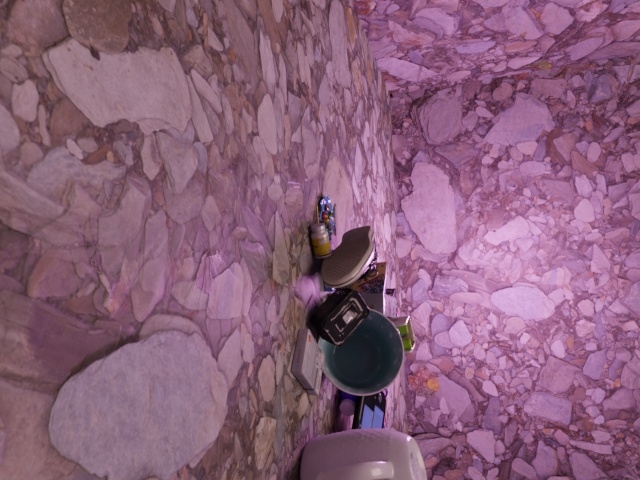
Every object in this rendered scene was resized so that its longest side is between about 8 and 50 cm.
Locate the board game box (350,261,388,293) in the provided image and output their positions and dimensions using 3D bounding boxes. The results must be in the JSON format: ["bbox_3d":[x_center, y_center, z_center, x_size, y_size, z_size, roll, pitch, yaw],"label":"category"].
[{"bbox_3d":[0.228,0.203,2.107,0.243,0.164,0.042,-74,154,-46],"label":"board game box"}]

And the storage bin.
[{"bbox_3d":[0.068,0.260,1.547,0.180,0.084,0.122,-43,116,-21],"label":"storage bin"}]

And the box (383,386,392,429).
[{"bbox_3d":[0.351,0.911,2.519,0.293,0.057,0.201,-62,145,-58],"label":"box"}]

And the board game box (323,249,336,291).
[{"bbox_3d":[0.061,0.121,1.805,0.211,0.039,0.160,9,77,-70],"label":"board game box"}]

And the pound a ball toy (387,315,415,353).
[{"bbox_3d":[0.223,0.429,1.820,0.135,0.319,0.208,-24,101,-67],"label":"pound a ball toy"}]

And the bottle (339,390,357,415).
[{"bbox_3d":[0.143,0.613,1.869,0.283,0.092,0.118,-50,131,-65],"label":"bottle"}]

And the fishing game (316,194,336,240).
[{"bbox_3d":[0.035,-0.087,1.769,0.264,0.041,0.189,-7,96,-73],"label":"fishing game"}]

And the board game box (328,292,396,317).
[{"bbox_3d":[0.180,0.271,1.848,0.303,0.223,0.098,30,59,-68],"label":"board game box"}]

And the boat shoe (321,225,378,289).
[{"bbox_3d":[0.131,0.082,1.686,0.500,0.186,0.156,-53,128,-68],"label":"boat shoe"}]

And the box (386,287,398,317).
[{"bbox_3d":[0.329,0.393,2.384,0.142,0.163,0.248,-48,132,-64],"label":"box"}]

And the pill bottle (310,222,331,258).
[{"bbox_3d":[0.000,0.000,1.597,0.065,0.065,0.117,-53,137,-64],"label":"pill bottle"}]

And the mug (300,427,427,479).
[{"bbox_3d":[0.124,0.704,1.333,0.374,0.327,0.276,44,31,-54],"label":"mug"}]

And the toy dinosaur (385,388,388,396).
[{"bbox_3d":[0.293,0.671,2.348,0.160,0.120,0.314,20,72,-58],"label":"toy dinosaur"}]

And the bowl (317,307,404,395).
[{"bbox_3d":[0.138,0.419,1.642,0.163,0.311,0.312,95,0,-63],"label":"bowl"}]

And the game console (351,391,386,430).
[{"bbox_3d":[0.186,0.766,1.771,0.342,0.060,0.387,63,35,-53],"label":"game console"}]

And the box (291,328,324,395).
[{"bbox_3d":[-0.037,0.396,1.443,0.186,0.038,0.145,68,25,-47],"label":"box"}]
